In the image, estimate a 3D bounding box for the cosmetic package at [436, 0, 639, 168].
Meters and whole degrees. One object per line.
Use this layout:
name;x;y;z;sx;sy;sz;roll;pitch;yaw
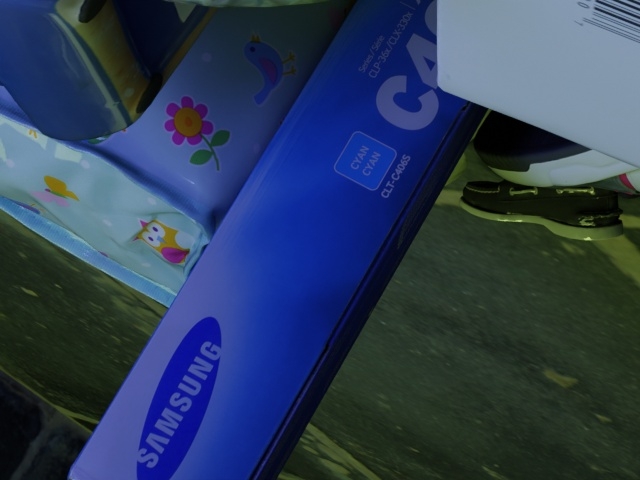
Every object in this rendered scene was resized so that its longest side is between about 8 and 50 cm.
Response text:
cosmetic package;0.137;-0.152;0.509;0.138;0.224;0.224;23;163;11

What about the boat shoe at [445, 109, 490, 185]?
boat shoe;0.069;-0.070;1.174;0.137;0.049;0.043;96;152;-73

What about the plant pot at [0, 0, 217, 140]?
plant pot;-0.125;-0.181;0.776;0.212;0.236;0.236;32;171;9

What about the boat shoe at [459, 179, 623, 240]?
boat shoe;0.134;-0.028;1.200;0.046;0.038;0.125;-10;-164;-35

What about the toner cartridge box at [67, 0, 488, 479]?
toner cartridge box;0.000;0.000;0.962;0.075;0.347;0.165;29;163;6

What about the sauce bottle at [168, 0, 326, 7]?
sauce bottle;-0.017;-0.228;0.454;0.111;0.111;0.344;19;123;31

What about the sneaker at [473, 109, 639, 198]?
sneaker;0.216;-0.028;0.941;0.178;0.124;0.295;46;157;-21

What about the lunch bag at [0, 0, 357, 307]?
lunch bag;-0.122;-0.127;1.006;0.262;0.223;0.160;29;158;4
